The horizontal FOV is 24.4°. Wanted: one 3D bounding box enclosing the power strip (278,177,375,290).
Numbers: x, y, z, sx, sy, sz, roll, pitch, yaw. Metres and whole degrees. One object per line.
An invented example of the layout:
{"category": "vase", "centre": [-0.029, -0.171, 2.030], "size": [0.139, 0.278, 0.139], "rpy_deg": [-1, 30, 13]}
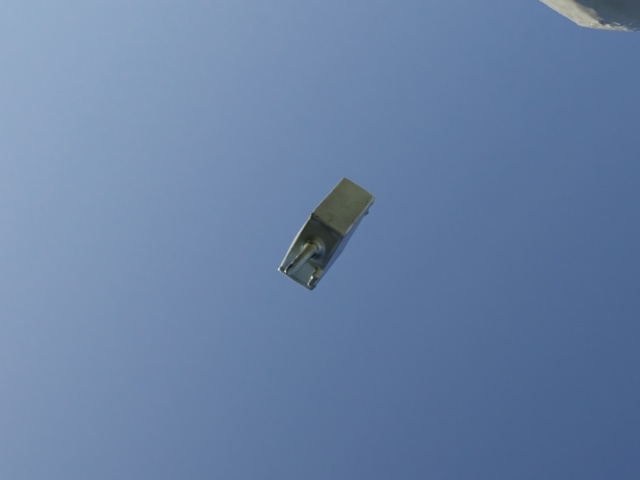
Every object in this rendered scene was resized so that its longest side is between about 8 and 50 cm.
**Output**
{"category": "power strip", "centre": [0.000, 0.000, 1.395], "size": [0.042, 0.075, 0.175], "rpy_deg": [33, -153, 4]}

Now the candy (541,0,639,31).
{"category": "candy", "centre": [0.250, -0.296, 1.276], "size": [0.295, 0.295, 0.185], "rpy_deg": [-51, -171, -36]}
